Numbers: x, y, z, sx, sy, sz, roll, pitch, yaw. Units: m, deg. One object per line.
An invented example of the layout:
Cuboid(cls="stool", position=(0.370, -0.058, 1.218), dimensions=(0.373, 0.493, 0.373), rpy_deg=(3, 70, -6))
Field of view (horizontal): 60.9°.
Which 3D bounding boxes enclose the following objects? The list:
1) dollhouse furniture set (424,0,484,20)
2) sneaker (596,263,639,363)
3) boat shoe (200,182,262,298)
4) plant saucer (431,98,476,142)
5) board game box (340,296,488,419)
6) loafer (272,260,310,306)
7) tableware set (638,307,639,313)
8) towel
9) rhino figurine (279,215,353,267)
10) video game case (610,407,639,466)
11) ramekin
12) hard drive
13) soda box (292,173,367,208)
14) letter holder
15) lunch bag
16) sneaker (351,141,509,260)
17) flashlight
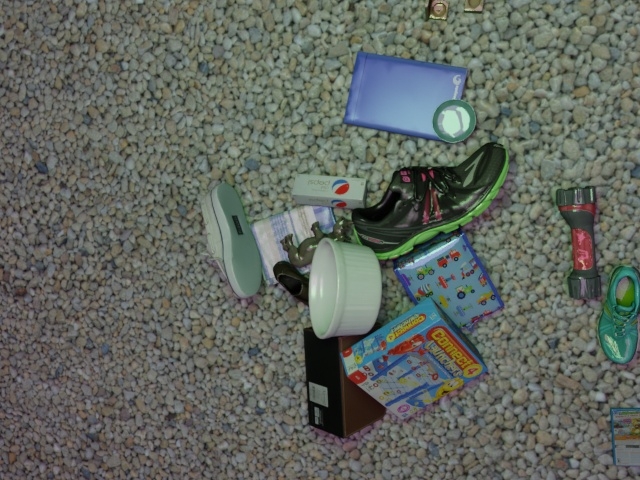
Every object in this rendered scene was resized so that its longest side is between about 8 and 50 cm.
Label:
Cuboid(cls="dollhouse furniture set", position=(0.371, -0.684, 1.477), dimensions=(0.151, 0.123, 0.144), rpy_deg=(9, 98, 12))
Cuboid(cls="sneaker", position=(0.805, 0.199, 1.464), dimensions=(0.107, 0.110, 0.275), rpy_deg=(4, 95, 28))
Cuboid(cls="boat shoe", position=(-0.303, 0.017, 1.695), dimensions=(0.156, 0.136, 0.367), rpy_deg=(-26, 79, 36))
Cuboid(cls="plant saucer", position=(0.372, -0.333, 1.521), dimensions=(0.119, 0.021, 0.119), rpy_deg=(1, 96, 13))
Cuboid(cls="board game box", position=(0.268, 0.343, 1.535), dimensions=(0.302, 0.086, 0.308), rpy_deg=(-35, 126, 14))
Cuboid(cls="loafer", position=(-0.059, 0.154, 1.661), dimensions=(0.220, 0.078, 0.080), rpy_deg=(36, 112, -12))
Cuboid(cls="tableware set", position=(0.913, 0.135, 1.465), dimensions=(0.104, 0.024, 0.154), rpy_deg=(20, 105, 41))
Cuboid(cls="towel", position=(-0.073, 0.005, 1.698), dimensions=(0.285, 0.034, 0.209), rpy_deg=(-19, 89, 12))
Cuboid(cls="rhino figurine", position=(0.000, 0.000, 1.628), dimensions=(0.243, 0.073, 0.106), rpy_deg=(-24, 83, 11))
Cuboid(cls="video game case", position=(0.886, 0.554, 1.533), dimensions=(0.119, 0.015, 0.166), rpy_deg=(-5, 95, 14))
Cuboid(cls="ramekin", position=(0.066, 0.135, 1.511), dimensions=(0.135, 0.277, 0.277), rpy_deg=(5, 97, -16))
Cuboid(cls="hard drive", position=(0.242, -0.415, 1.577), dimensions=(0.319, 0.040, 0.210), rpy_deg=(13, 98, 12))
Cuboid(cls="soda box", position=(0.030, -0.145, 1.628), dimensions=(0.216, 0.069, 0.074), rpy_deg=(5, 67, 13))
Cuboid(cls="letter holder", position=(0.081, 0.402, 1.655), dimensions=(0.152, 0.214, 0.302), rpy_deg=(3, 98, 45))
Cuboid(cls="lunch bag", position=(0.374, 0.138, 1.567), dimensions=(0.221, 0.138, 0.293), rpy_deg=(-29, 98, 12))
Cuboid(cls="sneaker", position=(0.295, -0.125, 1.500), dimensions=(0.483, 0.185, 0.202), rpy_deg=(-33, 113, 13))
Cuboid(cls="flashlight", position=(0.702, 0.006, 1.478), dimensions=(0.103, 0.103, 0.304), rpy_deg=(-4, 94, 13))
